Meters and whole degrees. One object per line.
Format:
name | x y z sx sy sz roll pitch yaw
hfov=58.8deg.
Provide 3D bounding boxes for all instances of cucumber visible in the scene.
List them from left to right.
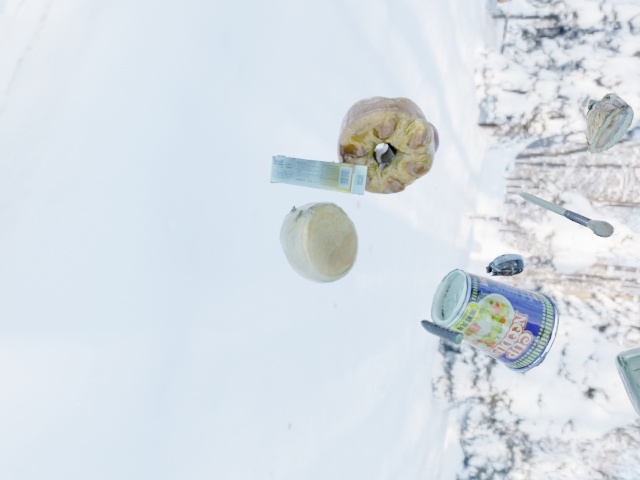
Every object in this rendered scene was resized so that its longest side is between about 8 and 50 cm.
cucumber | 0.299 0.227 1.430 0.032 0.133 0.032 -10 107 -35

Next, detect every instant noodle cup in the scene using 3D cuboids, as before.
instant noodle cup | 0.528 0.232 1.781 0.284 0.313 0.284 -59 -164 29

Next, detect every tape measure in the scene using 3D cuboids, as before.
tape measure | 0.527 0.071 1.598 0.094 0.091 0.054 124 -33 -62

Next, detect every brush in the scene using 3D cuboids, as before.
brush | 0.653 -0.075 1.536 0.039 0.299 0.042 -14 121 -32

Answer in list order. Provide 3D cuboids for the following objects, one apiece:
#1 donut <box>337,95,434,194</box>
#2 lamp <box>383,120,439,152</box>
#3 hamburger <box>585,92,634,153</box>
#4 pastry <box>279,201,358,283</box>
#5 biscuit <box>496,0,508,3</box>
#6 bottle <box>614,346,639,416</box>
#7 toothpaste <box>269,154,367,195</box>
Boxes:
donut | 0.184 -0.273 1.652 0.299 0.317 0.150 19 50 -27
lamp | 0.349 -0.372 2.183 0.196 0.223 0.223 63 31 -25
hamburger | 0.714 -0.307 1.413 0.176 0.087 0.102 76 8 -59
pastry | 0.001 0.002 1.692 0.265 0.133 0.264 1 89 -34
biscuit | 0.373 -0.480 0.900 0.165 0.036 0.250 -19 158 -50
bottle | 0.894 0.300 1.323 0.168 0.347 0.168 55 24 -39
toothpaste | -0.015 -0.188 1.616 0.071 0.313 0.089 -5 104 -50
